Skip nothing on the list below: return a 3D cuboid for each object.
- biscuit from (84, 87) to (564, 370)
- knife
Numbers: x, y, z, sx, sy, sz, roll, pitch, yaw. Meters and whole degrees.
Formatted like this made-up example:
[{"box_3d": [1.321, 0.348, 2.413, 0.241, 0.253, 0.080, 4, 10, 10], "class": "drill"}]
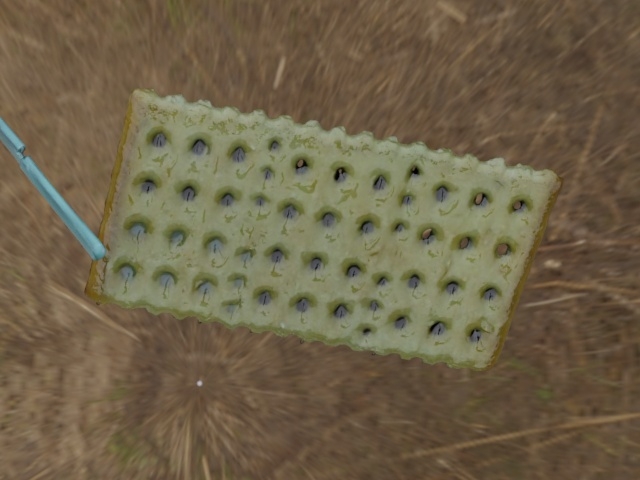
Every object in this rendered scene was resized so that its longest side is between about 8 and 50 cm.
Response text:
[{"box_3d": [0.000, 0.000, 1.053, 0.231, 0.016, 0.139, 11, 120, -9], "class": "biscuit"}, {"box_3d": [-0.099, -0.029, 0.654, 0.005, 0.014, 0.091, -37, 76, -13], "class": "knife"}]
